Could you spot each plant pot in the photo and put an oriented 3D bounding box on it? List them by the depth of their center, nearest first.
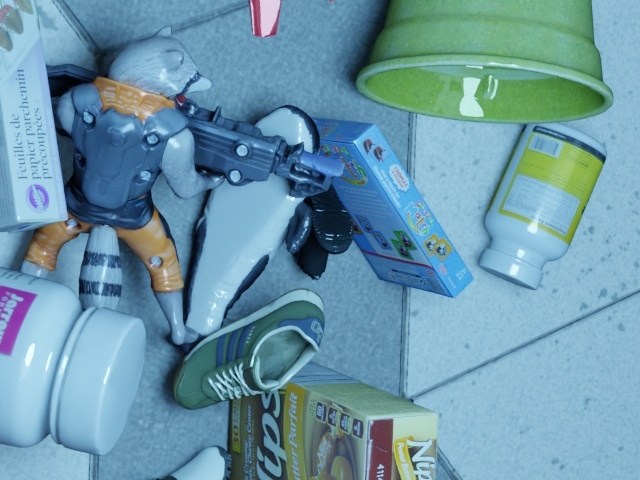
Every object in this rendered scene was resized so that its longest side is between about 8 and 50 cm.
[{"bbox_3d":[0.186,-0.278,1.933,0.276,0.276,0.254,9,82,-28],"label":"plant pot"}]

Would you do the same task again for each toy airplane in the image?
[{"bbox_3d":[-0.034,-0.291,1.931,0.151,0.028,0.151,-5,101,-26],"label":"toy airplane"}]

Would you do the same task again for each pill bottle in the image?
[{"bbox_3d":[-0.319,0.103,1.685,0.283,0.160,0.160,14,91,8],"label":"pill bottle"},{"bbox_3d":[0.252,-0.041,2.068,0.103,0.103,0.184,26,86,-27],"label":"pill bottle"}]

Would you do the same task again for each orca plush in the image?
[{"bbox_3d":[-0.059,-0.004,1.920,0.102,0.151,0.287,4,98,-61],"label":"orca plush"}]

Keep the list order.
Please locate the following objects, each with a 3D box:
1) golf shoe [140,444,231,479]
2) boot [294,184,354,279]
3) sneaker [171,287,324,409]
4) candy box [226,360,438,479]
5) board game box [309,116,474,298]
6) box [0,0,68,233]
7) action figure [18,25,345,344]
[{"bbox_3d":[-0.179,0.283,1.912,0.198,0.077,0.094,-48,114,-15],"label":"golf shoe"},{"bbox_3d":[0.000,0.000,1.928,0.045,0.121,0.099,-2,132,-17],"label":"boot"},{"bbox_3d":[-0.075,0.128,1.856,0.192,0.086,0.064,-34,118,13],"label":"sneaker"},{"bbox_3d":[0.005,0.236,1.861,0.087,0.316,0.183,0,97,-28],"label":"candy box"},{"bbox_3d":[0.062,-0.038,1.941,0.039,0.160,0.211,-42,114,-17],"label":"board game box"},{"bbox_3d":[-0.309,-0.171,1.734,0.063,0.067,0.324,-3,82,-47],"label":"box"},{"bbox_3d":[-0.156,-0.044,1.775,0.341,0.178,0.330,11,111,3],"label":"action figure"}]
